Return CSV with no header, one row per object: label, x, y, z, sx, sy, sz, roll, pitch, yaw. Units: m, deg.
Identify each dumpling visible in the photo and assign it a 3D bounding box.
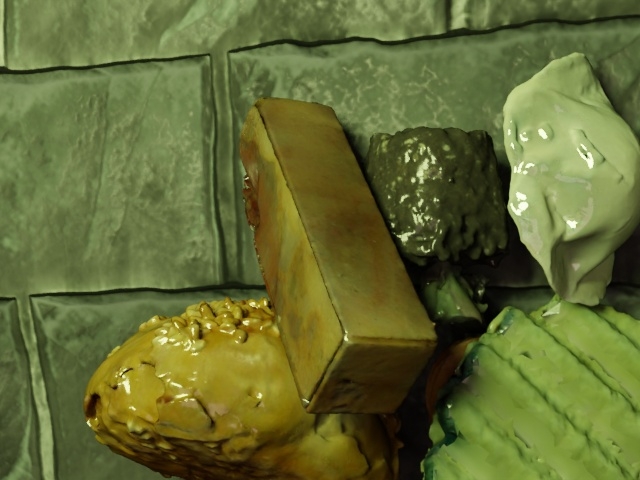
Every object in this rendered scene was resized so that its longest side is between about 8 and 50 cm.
dumpling,0.216,-0.050,0.832,0.124,0.151,0.229,-8,93,51

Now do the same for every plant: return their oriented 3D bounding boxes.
plant,0.103,-0.002,0.864,0.131,0.142,0.203,-11,74,48

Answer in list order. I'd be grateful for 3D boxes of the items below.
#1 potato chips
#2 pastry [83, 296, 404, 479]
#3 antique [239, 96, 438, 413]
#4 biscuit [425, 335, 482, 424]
potato chips,0.256,0.266,0.836,0.429,0.070,0.358,45,77,-6
pastry,-0.063,0.158,0.883,0.255,0.311,0.162,-12,52,44
antique,0.000,0.000,0.817,0.087,0.310,0.093,5,133,-26
biscuit,0.139,0.250,0.862,0.277,0.052,0.262,-44,105,-23
